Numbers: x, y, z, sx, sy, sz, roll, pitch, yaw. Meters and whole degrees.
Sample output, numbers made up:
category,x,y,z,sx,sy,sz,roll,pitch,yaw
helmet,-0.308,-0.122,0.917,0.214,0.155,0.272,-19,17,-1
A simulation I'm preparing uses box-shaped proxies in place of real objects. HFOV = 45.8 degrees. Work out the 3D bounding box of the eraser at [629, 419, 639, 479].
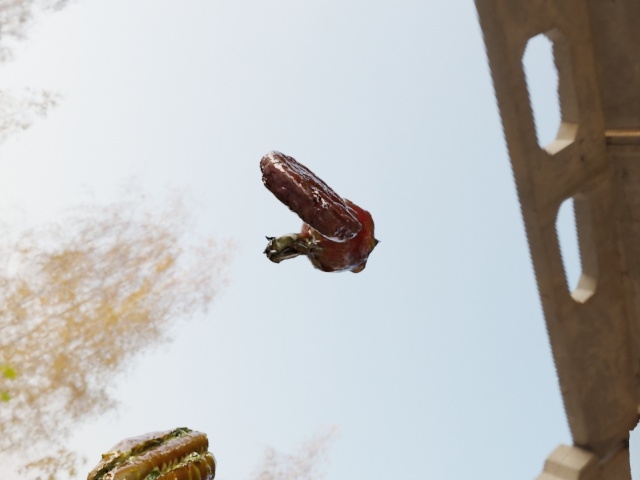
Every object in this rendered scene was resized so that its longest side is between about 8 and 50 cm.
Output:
category,x,y,z,sx,sy,sz,roll,pitch,yaw
eraser,0.439,0.297,0.834,0.149,0.331,0.331,-5,-61,12

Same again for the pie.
category,x,y,z,sx,sy,sz,roll,pitch,yaw
pie,-0.013,-0.053,0.886,0.153,0.038,0.153,39,10,-8

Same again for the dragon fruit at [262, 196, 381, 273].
category,x,y,z,sx,sy,sz,roll,pitch,yaw
dragon fruit,0.000,0.000,1.207,0.125,0.246,0.126,-24,-102,45

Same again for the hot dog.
category,x,y,z,sx,sy,sz,roll,pitch,yaw
hot dog,-0.218,0.306,1.007,0.115,0.269,0.072,38,-79,11
